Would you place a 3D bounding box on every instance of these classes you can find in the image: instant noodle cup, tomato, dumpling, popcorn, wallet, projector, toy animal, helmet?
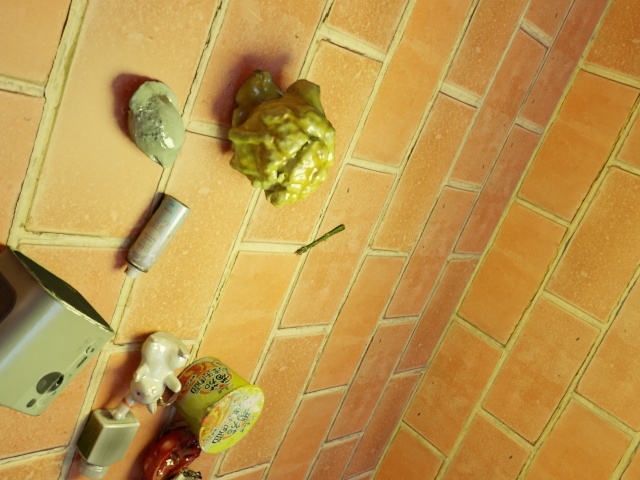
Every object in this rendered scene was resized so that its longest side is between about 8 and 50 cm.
[{"bbox_3d":[-0.337,0.512,2.067,0.264,0.200,0.264,-30,138,-31],"label":"instant noodle cup"},{"bbox_3d":[-0.490,0.693,2.124,0.228,0.101,0.228,-35,148,-26],"label":"tomato"},{"bbox_3d":[-0.365,-0.267,1.501,0.152,0.108,0.219,-39,144,-21],"label":"dumpling"},{"bbox_3d":[-0.099,-0.249,1.693,0.274,0.279,0.335,-18,145,-16],"label":"popcorn"},{"bbox_3d":[-0.512,0.866,2.177,0.275,0.068,0.335,-36,166,-15],"label":"wallet"},{"bbox_3d":[-0.648,0.199,1.416,0.249,0.248,0.248,-49,144,-10],"label":"projector"},{"bbox_3d":[-0.478,0.400,1.839,0.140,0.138,0.283,27,81,-23],"label":"toy animal"},{"bbox_3d":[-0.489,0.451,1.964,0.089,0.057,0.111,-57,138,-4],"label":"helmet"}]

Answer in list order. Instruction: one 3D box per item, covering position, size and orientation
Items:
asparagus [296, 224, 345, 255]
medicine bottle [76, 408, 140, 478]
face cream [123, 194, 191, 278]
[{"bbox_3d":[0.000,0.000,2.210,0.233,0.022,0.023,-31,-178,-34],"label":"asparagus"},{"bbox_3d":[-0.629,0.591,1.885,0.132,0.088,0.188,17,105,-52],"label":"medicine bottle"},{"bbox_3d":[-0.426,-0.005,1.664,0.229,0.075,0.075,-56,145,0],"label":"face cream"}]
